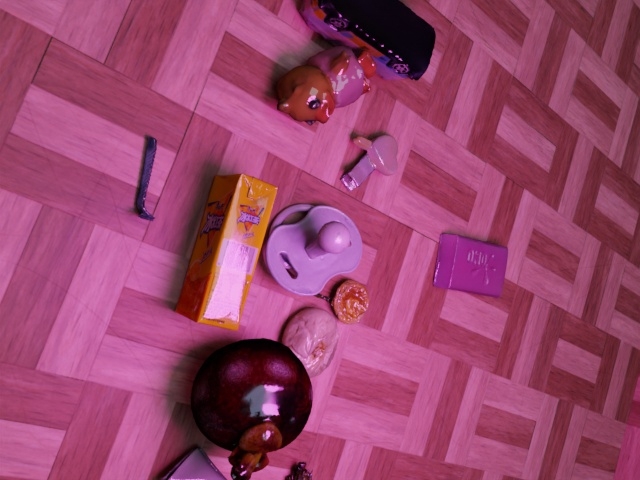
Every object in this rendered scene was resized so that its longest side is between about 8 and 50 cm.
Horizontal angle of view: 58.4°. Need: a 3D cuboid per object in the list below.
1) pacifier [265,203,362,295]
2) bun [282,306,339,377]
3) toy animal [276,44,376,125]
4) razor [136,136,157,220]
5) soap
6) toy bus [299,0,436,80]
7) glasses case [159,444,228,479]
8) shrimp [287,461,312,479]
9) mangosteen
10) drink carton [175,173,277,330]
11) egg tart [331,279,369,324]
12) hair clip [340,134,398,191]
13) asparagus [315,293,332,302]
[{"bbox_3d":[0.000,0.000,1.471,0.287,0.226,0.238,-26,88,-31],"label":"pacifier"},{"bbox_3d":[-0.020,0.275,1.538,0.164,0.111,0.188,47,65,-30],"label":"bun"},{"bbox_3d":[0.003,-0.400,1.484,0.169,0.195,0.281,40,61,13],"label":"toy animal"},{"bbox_3d":[-0.397,-0.142,1.307,0.066,0.033,0.190,19,76,-78],"label":"razor"},{"bbox_3d":[0.497,0.085,1.888,0.259,0.081,0.181,13,86,-33],"label":"soap"},{"bbox_3d":[0.116,-0.575,1.539,0.386,0.162,0.171,23,77,-33],"label":"toy bus"},{"bbox_3d":[-0.258,0.649,1.411,0.308,0.083,0.128,50,48,-10],"label":"glasses case"},{"bbox_3d":[-0.132,0.722,1.526,0.222,0.054,0.290,26,83,-32],"label":"shrimp"},{"bbox_3d":[-0.153,0.377,1.348,0.297,0.293,0.297,-8,108,-25],"label":"mangosteen"},{"bbox_3d":[-0.225,0.022,1.357,0.111,0.154,0.351,18,83,-34],"label":"drink carton"},{"bbox_3d":[0.079,0.174,1.632,0.130,0.052,0.130,-4,96,-35],"label":"egg tart"},{"bbox_3d":[0.144,-0.238,1.645,0.218,0.071,0.159,-44,113,-28],"label":"hair clip"},{"bbox_3d":[-0.015,0.146,1.589,0.127,0.015,0.018,30,79,-32],"label":"asparagus"}]
